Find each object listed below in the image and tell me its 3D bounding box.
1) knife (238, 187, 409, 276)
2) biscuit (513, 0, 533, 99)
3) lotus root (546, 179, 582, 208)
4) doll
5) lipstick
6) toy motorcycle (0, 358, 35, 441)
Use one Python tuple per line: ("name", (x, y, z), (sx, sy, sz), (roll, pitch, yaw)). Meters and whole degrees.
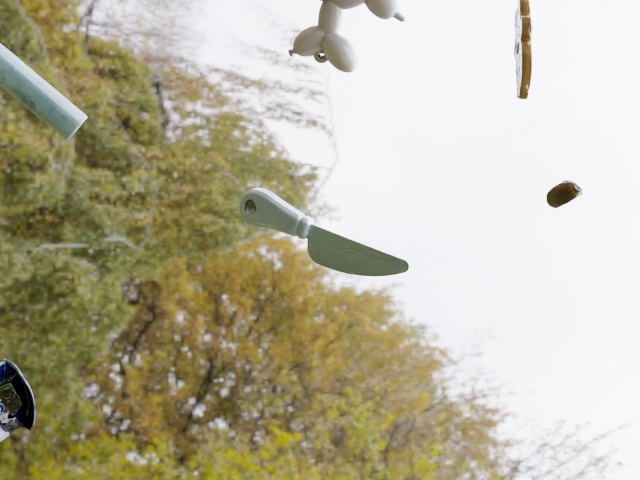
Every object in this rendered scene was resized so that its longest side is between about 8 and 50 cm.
("knife", (-0.001, 0.002, 1.687), (0.331, 0.044, 0.080), (27, -73, 14))
("biscuit", (0.372, -0.355, 1.727), (0.133, 0.027, 0.184), (83, 8, -63))
("lotus root", (0.422, -0.081, 1.663), (0.037, 0.030, 0.083), (56, -25, 0))
("doll", (0.028, -0.301, 1.244), (0.059, 0.161, 0.160), (-79, 156, -77))
("lipstick", (-0.406, -0.210, 1.342), (0.048, 0.158, 0.048), (-45, -164, 17))
("toy motorcycle", (-0.440, 0.215, 1.054), (0.331, 0.196, 0.125), (-69, 155, -73))
